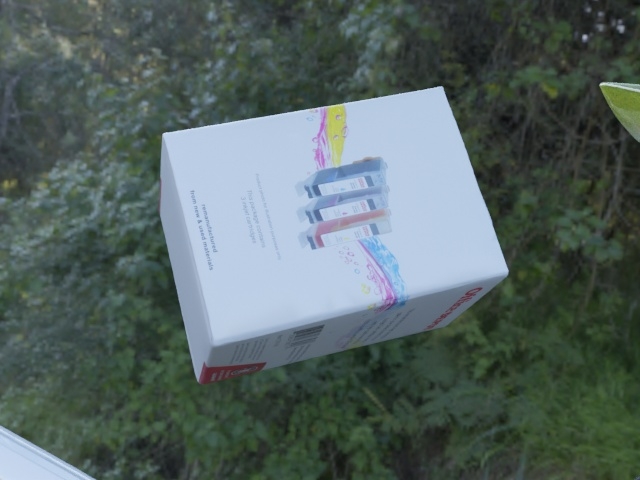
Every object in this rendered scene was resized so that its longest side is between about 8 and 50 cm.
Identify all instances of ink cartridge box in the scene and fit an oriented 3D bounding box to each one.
[{"bbox_3d":[0.000,0.000,0.551,0.176,0.127,0.128,-11,-17,-15],"label":"ink cartridge box"}]

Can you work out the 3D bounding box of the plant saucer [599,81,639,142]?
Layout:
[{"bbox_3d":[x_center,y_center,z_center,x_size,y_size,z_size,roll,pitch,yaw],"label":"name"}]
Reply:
[{"bbox_3d":[0.345,-0.084,0.694,0.188,0.045,0.188,0,17,-24],"label":"plant saucer"}]

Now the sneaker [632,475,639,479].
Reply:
[{"bbox_3d":[0.264,0.111,0.444,0.178,0.296,0.124,2,34,-24],"label":"sneaker"}]

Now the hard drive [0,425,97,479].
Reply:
[{"bbox_3d":[-0.191,0.216,0.690,0.307,0.040,0.203,30,-29,-2],"label":"hard drive"}]
